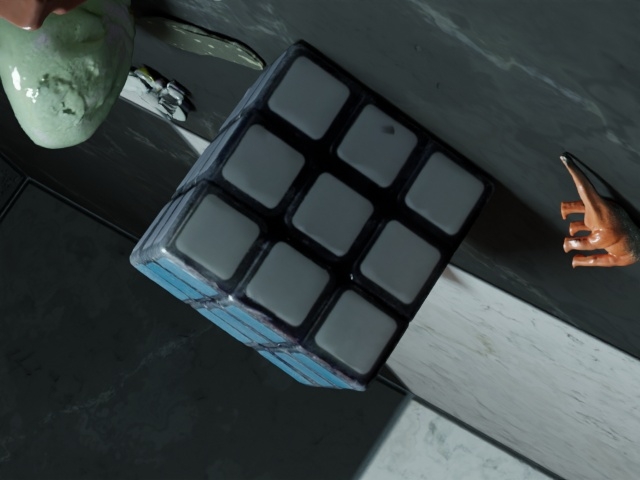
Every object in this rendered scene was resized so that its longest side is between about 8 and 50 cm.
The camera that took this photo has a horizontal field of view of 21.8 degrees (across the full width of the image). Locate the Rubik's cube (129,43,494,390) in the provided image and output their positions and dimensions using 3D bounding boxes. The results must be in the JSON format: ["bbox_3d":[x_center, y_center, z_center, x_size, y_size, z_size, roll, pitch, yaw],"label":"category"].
[{"bbox_3d":[-0.020,-0.019,2.025,0.301,0.303,0.305,35,168,-7],"label":"Rubik's cube"}]

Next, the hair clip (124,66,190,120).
[{"bbox_3d":[-0.250,-0.217,2.529,0.116,0.049,0.172,43,170,-20],"label":"hair clip"}]

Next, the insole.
[{"bbox_3d":[-0.159,-0.260,2.148,0.248,0.011,0.081,22,167,45],"label":"insole"}]

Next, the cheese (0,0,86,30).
[{"bbox_3d":[-0.279,-0.352,1.734,0.128,0.203,0.177,31,138,24],"label":"cheese"}]

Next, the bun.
[{"bbox_3d":[-0.322,-0.268,2.113,0.293,0.187,0.293,-19,-90,-88],"label":"bun"}]

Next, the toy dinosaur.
[{"bbox_3d":[0.314,0.005,1.778,0.101,0.055,0.279,-1,148,32],"label":"toy dinosaur"}]
